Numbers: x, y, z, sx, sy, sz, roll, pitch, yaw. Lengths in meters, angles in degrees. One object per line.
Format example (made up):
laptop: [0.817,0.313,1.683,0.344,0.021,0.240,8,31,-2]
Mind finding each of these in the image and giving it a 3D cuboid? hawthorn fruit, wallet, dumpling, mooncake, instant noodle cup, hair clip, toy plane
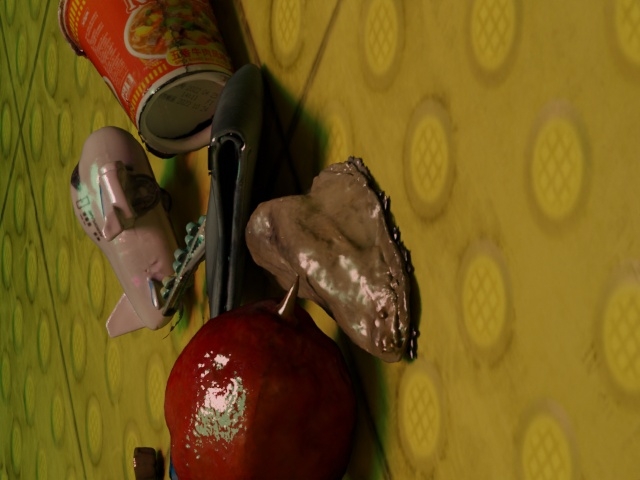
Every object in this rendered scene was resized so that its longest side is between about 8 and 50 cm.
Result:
hawthorn fruit: [-0.051,0.149,1.611,0.189,0.189,0.251,-120,35,-51]
wallet: [-0.099,-0.022,1.820,0.251,0.054,0.291,-91,8,-70]
dumpling: [-0.003,0.003,1.630,0.332,0.086,0.166,-155,64,-62]
mooncake: [-0.201,0.198,2.165,0.347,0.057,0.150,124,142,-57]
instant noodle cup: [-0.188,-0.216,1.985,0.212,0.193,0.193,62,146,36]
hair clip: [-0.151,0.020,2.035,0.173,0.049,0.049,-58,36,30]
toy plane: [-0.242,-0.015,2.141,0.267,0.122,0.267,164,90,-89]

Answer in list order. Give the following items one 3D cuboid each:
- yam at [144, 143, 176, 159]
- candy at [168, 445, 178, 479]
yam: [-0.179,-0.138,2.108,0.132,0.054,0.054,151,117,-66]
candy: [-0.173,0.281,2.119,0.136,0.038,0.088,99,162,-46]
